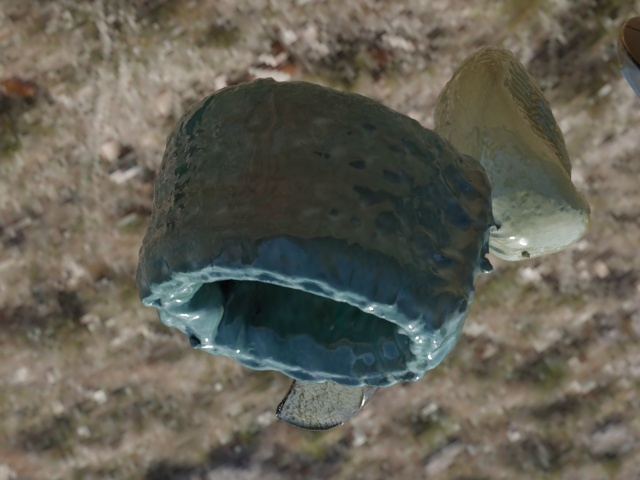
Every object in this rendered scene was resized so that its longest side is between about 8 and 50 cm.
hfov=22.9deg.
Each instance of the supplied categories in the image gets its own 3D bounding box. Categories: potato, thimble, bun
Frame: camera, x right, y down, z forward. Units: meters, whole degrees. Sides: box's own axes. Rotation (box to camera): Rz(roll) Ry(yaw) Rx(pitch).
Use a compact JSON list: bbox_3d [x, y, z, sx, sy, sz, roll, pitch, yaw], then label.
[{"bbox_3d":[0.028,0.109,1.421,0.101,0.089,0.172,-61,175,-37],"label":"potato"},{"bbox_3d":[0.000,0.000,1.045,0.235,0.143,0.198,5,154,14],"label":"thimble"},{"bbox_3d":[0.188,-0.083,1.673,0.145,0.229,0.229,-28,151,22],"label":"bun"}]

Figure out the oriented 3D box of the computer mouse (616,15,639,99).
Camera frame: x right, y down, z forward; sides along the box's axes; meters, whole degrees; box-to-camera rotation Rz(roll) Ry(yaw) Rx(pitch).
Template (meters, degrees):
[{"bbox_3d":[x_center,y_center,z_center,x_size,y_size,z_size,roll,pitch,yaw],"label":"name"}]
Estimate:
[{"bbox_3d":[0.307,-0.097,1.277,0.045,0.199,0.102,-28,-166,31],"label":"computer mouse"}]
